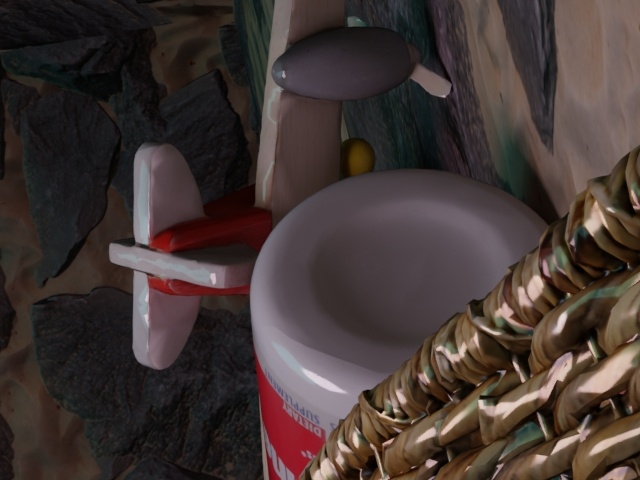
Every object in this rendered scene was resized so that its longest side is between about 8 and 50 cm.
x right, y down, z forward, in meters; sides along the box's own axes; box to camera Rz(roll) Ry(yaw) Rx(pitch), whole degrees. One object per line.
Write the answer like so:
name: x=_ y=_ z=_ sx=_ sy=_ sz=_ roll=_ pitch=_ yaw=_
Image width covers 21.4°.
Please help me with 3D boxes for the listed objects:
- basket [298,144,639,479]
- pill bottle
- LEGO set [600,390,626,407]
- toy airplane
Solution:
basket: x=0.159 y=0.093 z=0.423 sx=0.299 sy=0.213 sz=0.223 roll=-54 pitch=51 yaw=58
pill bottle: x=0.071 y=0.160 z=1.304 sx=0.408 sy=0.229 sz=0.229 roll=86 pitch=171 yaw=-46
LEGO set: x=0.173 y=0.116 z=0.659 sx=0.287 sy=0.107 sz=0.132 roll=61 pitch=137 yaw=36
toy airplane: x=0.000 y=0.000 z=1.497 sx=0.386 sy=0.272 sz=0.384 roll=67 pitch=-142 yaw=-49
